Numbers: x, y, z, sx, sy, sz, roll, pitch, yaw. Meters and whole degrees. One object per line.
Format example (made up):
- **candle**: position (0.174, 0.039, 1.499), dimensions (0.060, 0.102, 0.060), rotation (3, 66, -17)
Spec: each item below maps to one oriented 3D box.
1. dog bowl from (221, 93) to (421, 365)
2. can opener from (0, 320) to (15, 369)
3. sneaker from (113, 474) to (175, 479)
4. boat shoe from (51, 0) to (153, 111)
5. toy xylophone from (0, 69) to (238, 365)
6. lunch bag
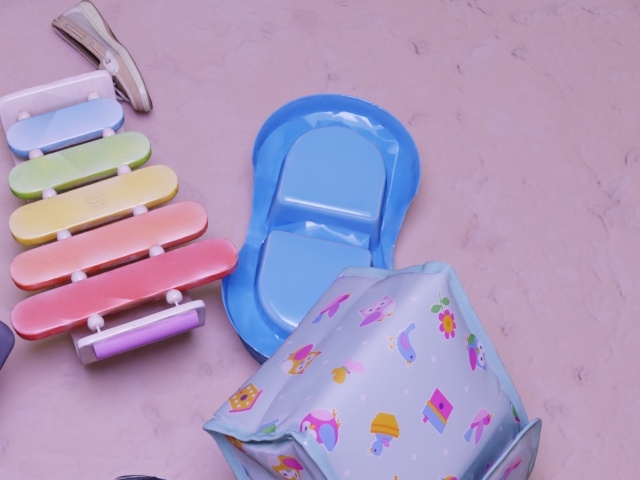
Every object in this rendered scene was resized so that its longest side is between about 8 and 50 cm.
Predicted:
- **dog bowl**: position (0.000, 0.000, 1.197), dimensions (0.166, 0.074, 0.297), rotation (12, 62, -1)
- **can opener**: position (-0.336, 0.196, 1.033), dimensions (0.076, 0.095, 0.283), rotation (15, 69, 32)
- **sneaker**: position (-0.103, 0.239, 1.059), dimensions (0.178, 0.077, 0.072), rotation (15, 61, 1)
- **boat shoe**: position (-0.223, -0.184, 1.278), dimensions (0.048, 0.056, 0.153), rotation (-31, 69, -10)
- **toy xylophone**: position (-0.231, -0.006, 1.148), dimensions (0.236, 0.081, 0.323), rotation (-25, 58, -17)
- **lunch bag**: position (0.065, 0.184, 1.026), dimensions (0.223, 0.160, 0.262), rotation (-46, 116, -35)
